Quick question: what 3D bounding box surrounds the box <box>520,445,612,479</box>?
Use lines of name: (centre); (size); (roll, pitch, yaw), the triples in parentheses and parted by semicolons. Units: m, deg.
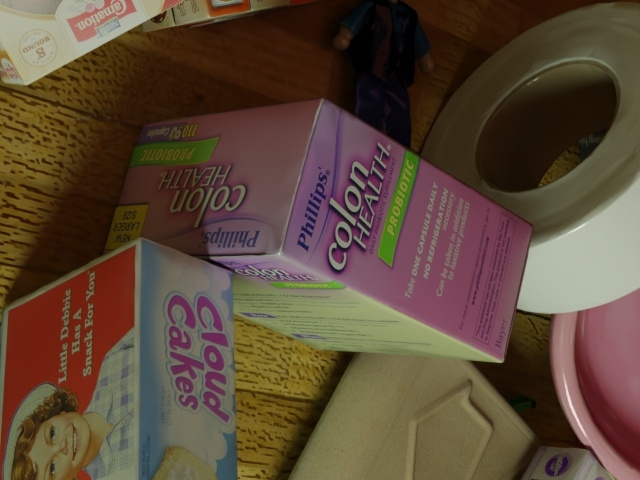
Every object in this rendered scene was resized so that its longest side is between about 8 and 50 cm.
box: (0.160, 0.325, 1.101); (0.067, 0.063, 0.324); (53, 57, -23)

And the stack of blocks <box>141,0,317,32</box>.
stack of blocks: (-0.023, -0.281, 1.038); (0.297, 0.087, 0.171); (-20, 102, -41)

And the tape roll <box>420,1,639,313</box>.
tape roll: (0.225, -0.076, 1.131); (0.100, 0.286, 0.286); (42, 62, -34)

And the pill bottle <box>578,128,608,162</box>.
pill bottle: (0.388, -0.016, 1.329); (0.204, 0.204, 0.361); (-13, 97, -42)

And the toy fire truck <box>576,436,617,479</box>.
toy fire truck: (0.361, 0.250, 1.404); (0.135, 0.047, 0.192); (-37, 114, -36)

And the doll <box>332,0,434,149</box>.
doll: (0.062, -0.162, 1.141); (0.129, 0.046, 0.189); (0, 92, -44)

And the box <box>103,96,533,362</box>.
box: (0.000, 0.000, 0.967); (0.243, 0.213, 0.117); (26, 72, -39)

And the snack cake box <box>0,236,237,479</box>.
snack cake box: (-0.137, 0.149, 0.824); (0.089, 0.152, 0.264); (23, 52, -42)

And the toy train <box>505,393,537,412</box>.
toy train: (0.187, 0.170, 1.263); (0.083, 0.023, 0.017); (-8, 94, -42)

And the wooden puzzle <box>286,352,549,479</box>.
wooden puzzle: (0.093, 0.283, 1.145); (0.348, 0.080, 0.322); (44, 61, -27)

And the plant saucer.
plant saucer: (0.373, 0.087, 1.192); (0.332, 0.084, 0.332); (-1, 97, -6)

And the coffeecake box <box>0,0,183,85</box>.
coffeecake box: (-0.195, -0.222, 0.868); (0.142, 0.068, 0.185); (-33, 112, -19)
